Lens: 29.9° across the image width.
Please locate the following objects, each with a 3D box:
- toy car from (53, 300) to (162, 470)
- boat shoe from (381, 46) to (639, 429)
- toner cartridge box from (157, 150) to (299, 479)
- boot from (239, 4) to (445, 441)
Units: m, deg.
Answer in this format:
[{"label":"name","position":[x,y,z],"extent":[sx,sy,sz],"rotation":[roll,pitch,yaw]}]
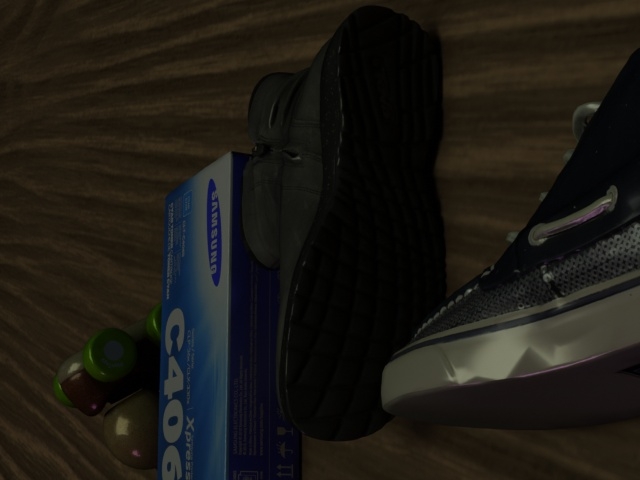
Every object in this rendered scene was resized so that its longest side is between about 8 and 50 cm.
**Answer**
[{"label":"toy car","position":[-0.173,0.179,1.250],"extent":[0.188,0.149,0.155],"rotation":[61,149,5]},{"label":"boat shoe","position":[0.157,0.001,0.642],"extent":[0.340,0.127,0.158],"rotation":[-25,55,50]},{"label":"toner cartridge box","position":[-0.088,0.108,1.113],"extent":[0.165,0.075,0.348],"rotation":[-25,61,57]},{"label":"boot","position":[0.000,0.000,0.957],"extent":[0.223,0.118,0.338],"rotation":[-26,50,62]}]
